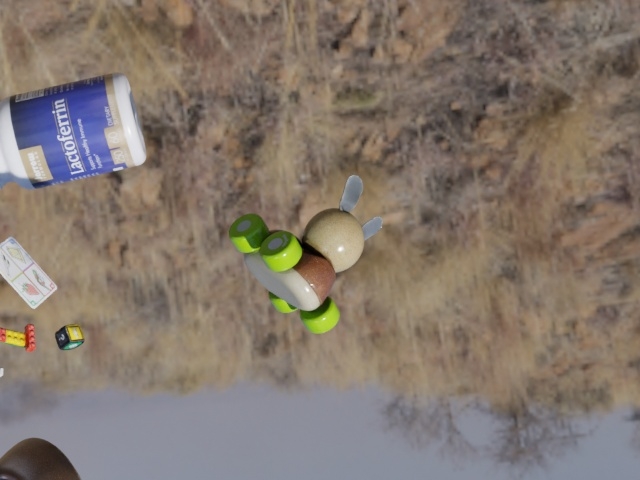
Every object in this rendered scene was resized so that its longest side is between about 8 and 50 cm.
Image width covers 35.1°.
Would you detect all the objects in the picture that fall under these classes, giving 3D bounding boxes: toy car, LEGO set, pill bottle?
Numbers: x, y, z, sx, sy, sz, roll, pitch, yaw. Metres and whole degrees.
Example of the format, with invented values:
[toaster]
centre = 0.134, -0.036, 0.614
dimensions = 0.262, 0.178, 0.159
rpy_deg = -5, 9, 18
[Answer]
[toy car]
centre = 0.000, 0.000, 1.376
dimensions = 0.188, 0.155, 0.149
rpy_deg = -43, -140, -16
[LEGO set]
centre = -0.340, 0.034, 1.014
dimensions = 0.060, 0.244, 0.182
rpy_deg = -33, -169, 31
[pill bottle]
centre = -0.422, -0.166, 1.606
dimensions = 0.264, 0.153, 0.153
rpy_deg = -14, 172, -5

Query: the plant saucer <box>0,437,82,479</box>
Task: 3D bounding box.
[plant saucer]
centre = -0.368, 0.406, 1.269
dimensions = 0.050, 0.311, 0.310
rpy_deg = 1, 168, -42
